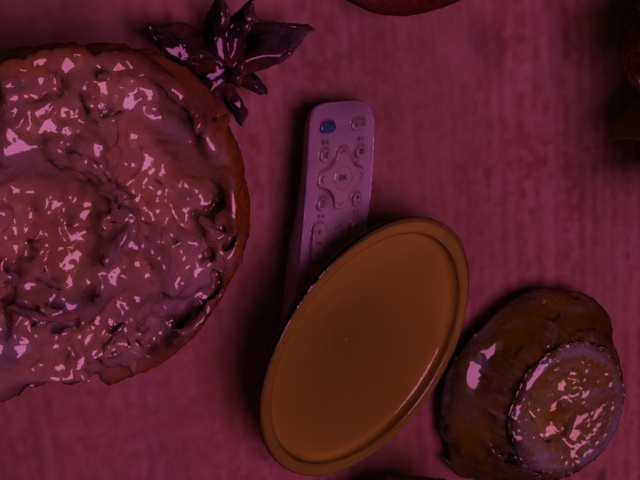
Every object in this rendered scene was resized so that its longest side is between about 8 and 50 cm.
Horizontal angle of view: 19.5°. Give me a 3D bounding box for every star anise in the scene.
[{"bbox_3d":[-0.063,-0.136,1.376,0.129,0.056,0.124,-23,130,-19],"label":"star anise"}]

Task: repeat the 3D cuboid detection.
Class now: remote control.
[{"bbox_3d":[0.000,0.000,1.477,0.073,0.044,0.229,-9,110,-41],"label":"remote control"}]

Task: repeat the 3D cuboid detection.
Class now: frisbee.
[{"bbox_3d":[0.036,0.086,1.508,0.236,0.017,0.236,-29,135,-33],"label":"frisbee"}]

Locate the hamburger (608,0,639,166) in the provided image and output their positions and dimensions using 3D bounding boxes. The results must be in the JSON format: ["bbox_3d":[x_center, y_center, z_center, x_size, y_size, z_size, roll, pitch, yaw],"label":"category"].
[{"bbox_3d":[0.383,-0.140,1.525,0.291,0.291,0.225,-30,118,-18],"label":"hamburger"}]

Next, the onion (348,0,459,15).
[{"bbox_3d":[0.071,-0.298,1.360,0.227,0.120,0.283,-49,125,-12],"label":"onion"}]

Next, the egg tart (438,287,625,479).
[{"bbox_3d":[0.194,0.134,1.625,0.197,0.078,0.197,-10,111,-28],"label":"egg tart"}]

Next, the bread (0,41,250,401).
[{"bbox_3d":[-0.184,-0.021,1.294,0.274,0.149,0.274,-13,120,-23],"label":"bread"}]

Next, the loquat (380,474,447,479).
[{"bbox_3d":[0.074,0.263,1.570,0.141,0.141,0.141,-11,114,-27],"label":"loquat"}]
